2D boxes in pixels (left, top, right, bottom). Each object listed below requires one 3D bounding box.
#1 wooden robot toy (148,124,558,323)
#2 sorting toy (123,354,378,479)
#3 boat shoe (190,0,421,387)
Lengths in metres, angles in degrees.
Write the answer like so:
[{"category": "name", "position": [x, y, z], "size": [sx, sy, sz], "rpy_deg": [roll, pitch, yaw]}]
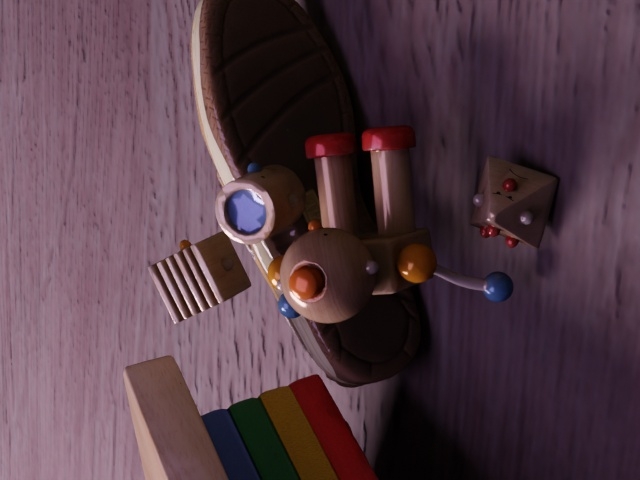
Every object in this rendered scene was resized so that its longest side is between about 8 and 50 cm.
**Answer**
[{"category": "wooden robot toy", "position": [0.000, 0.000, 0.545], "size": [0.173, 0.079, 0.076], "rpy_deg": [-6, 100, 26]}, {"category": "sorting toy", "position": [0.007, 0.212, 0.618], "size": [0.257, 0.089, 0.255], "rpy_deg": [-123, 22, -49]}, {"category": "boat shoe", "position": [-0.018, -0.022, 0.643], "size": [0.072, 0.068, 0.190], "rpy_deg": [-24, 82, 68]}]
